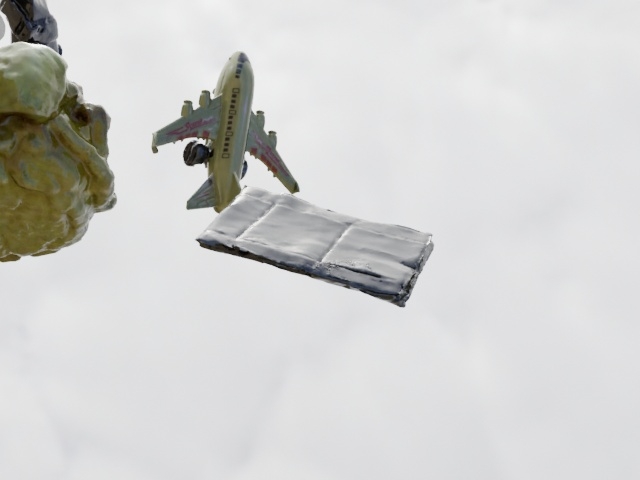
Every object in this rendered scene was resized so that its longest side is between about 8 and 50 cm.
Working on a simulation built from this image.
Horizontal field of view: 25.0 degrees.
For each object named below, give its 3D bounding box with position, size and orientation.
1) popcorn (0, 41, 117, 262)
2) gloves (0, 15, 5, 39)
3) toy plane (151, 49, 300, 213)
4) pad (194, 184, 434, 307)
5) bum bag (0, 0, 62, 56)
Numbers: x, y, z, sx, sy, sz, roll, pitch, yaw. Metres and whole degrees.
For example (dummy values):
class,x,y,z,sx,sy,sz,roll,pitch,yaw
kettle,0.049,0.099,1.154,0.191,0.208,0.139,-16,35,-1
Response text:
class,x,y,z,sx,sy,sz,roll,pitch,yaw
popcorn,-0.335,-0.083,1.639,0.225,0.173,0.286,29,-49,-28
gloves,-0.374,-0.132,1.246,0.212,0.111,0.127,-40,-136,19
toy plane,-0.125,-0.140,1.936,0.092,0.229,0.244,-27,-126,47
pad,0.000,-0.001,1.562,0.233,0.174,0.022,17,-63,11
bum bag,-0.406,-0.273,2.056,0.137,0.074,0.310,-115,-164,-60
